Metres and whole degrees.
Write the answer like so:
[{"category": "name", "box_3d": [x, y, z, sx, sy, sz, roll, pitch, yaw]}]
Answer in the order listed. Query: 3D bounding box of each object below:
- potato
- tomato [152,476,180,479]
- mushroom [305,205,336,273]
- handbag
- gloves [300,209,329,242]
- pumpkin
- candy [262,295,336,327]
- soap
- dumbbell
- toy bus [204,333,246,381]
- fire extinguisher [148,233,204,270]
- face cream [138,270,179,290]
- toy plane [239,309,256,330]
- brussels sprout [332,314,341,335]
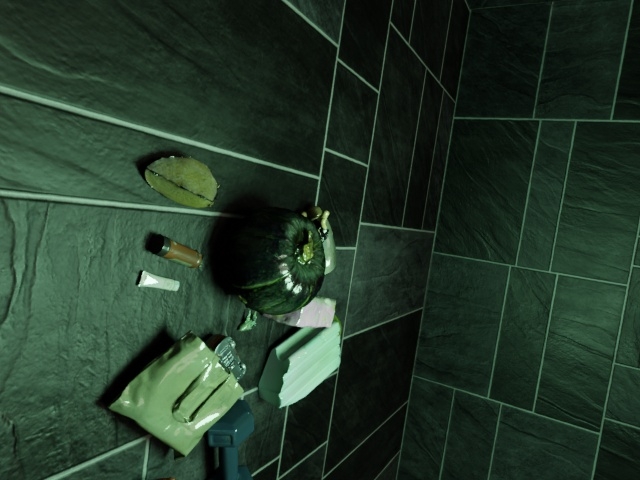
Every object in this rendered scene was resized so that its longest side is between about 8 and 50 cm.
[{"category": "potato", "box_3d": [-0.335, -0.141, 1.069, 0.171, 0.089, 0.101, 23, 54, -29]}, {"category": "tomato", "box_3d": [-0.379, 0.699, 1.099, 0.185, 0.207, 0.208, -79, 158, -44]}, {"category": "mushroom", "box_3d": [0.000, 0.000, 1.672, 0.118, 0.103, 0.271, -27, 112, -60]}, {"category": "handbag", "box_3d": [-0.349, 0.394, 1.142, 0.253, 0.109, 0.316, -44, 133, -23]}, {"category": "gloves", "box_3d": [-0.034, -0.020, 1.536, 0.203, 0.164, 0.124, -41, 162, -19]}, {"category": "pumpkin", "box_3d": [-0.129, 0.058, 1.306, 0.323, 0.241, 0.324, 15, 71, -54]}, {"category": "candy", "box_3d": [-0.066, 0.231, 1.558, 0.265, 0.155, 0.116, 21, 79, -61]}, {"category": "soap", "box_3d": [-0.068, 0.443, 1.623, 0.346, 0.114, 0.209, -29, 125, -46]}, {"category": "dumbbell", "box_3d": [-0.274, 0.643, 1.335, 0.160, 0.144, 0.325, -23, 117, -55]}, {"category": "toy bus", "box_3d": [-0.280, 0.343, 1.294, 0.079, 0.077, 0.174, -45, 135, -37]}, {"category": "fire extinguisher", "box_3d": [-0.345, 0.033, 1.118, 0.177, 0.050, 0.062, 37, 29, -59]}, {"category": "face cream", "box_3d": [-0.390, 0.102, 1.085, 0.115, 0.020, 0.038, 27, 76, -57]}, {"category": "toy plane", "box_3d": [-0.225, 0.260, 1.411, 0.083, 0.033, 0.080, -44, 149, -46]}, {"category": "brussels sprout", "box_3d": [0.036, 0.361, 1.848, 0.181, 0.100, 0.139, 51, 37, -33]}]
